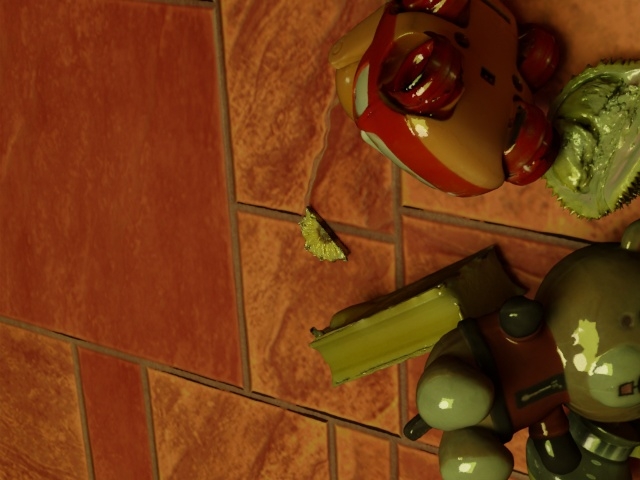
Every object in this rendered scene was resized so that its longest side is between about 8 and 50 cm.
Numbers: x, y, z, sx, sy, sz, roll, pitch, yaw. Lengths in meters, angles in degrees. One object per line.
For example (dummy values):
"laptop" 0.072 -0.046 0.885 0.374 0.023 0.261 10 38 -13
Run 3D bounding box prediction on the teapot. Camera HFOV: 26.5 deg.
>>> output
"teapot" 0.313 0.244 1.519 0.165 0.130 0.119 22 111 -10

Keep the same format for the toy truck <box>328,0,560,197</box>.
"toy truck" 0.108 -0.149 1.408 0.189 0.265 0.239 33 137 -27

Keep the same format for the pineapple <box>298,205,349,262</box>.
"pineapple" 0.000 0.000 1.700 0.083 0.019 0.045 48 125 11

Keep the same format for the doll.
"doll" 0.241 0.124 1.400 0.174 0.330 0.235 -129 19 -63

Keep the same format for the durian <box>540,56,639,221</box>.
"durian" 0.308 -0.119 1.371 0.208 0.102 0.146 -50 58 15

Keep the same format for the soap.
"soap" 0.108 0.088 1.580 0.233 0.135 0.076 -24 94 42
